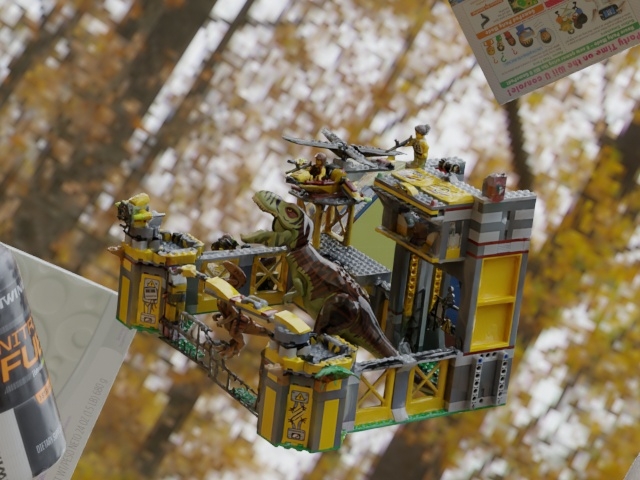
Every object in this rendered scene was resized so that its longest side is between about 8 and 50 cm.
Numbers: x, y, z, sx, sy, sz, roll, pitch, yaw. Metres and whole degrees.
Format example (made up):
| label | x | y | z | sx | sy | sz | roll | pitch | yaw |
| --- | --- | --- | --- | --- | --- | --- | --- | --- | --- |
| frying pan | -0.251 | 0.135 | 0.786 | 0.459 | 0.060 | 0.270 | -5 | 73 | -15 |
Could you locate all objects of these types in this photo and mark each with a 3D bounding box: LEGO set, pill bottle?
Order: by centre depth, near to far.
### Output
| label | x | y | z | sx | sy | sz | roll | pitch | yaw |
| --- | --- | --- | --- | --- | --- | --- | --- | --- | --- |
| LEGO set | 0.000 | 0.000 | 1.329 | 0.255 | 0.192 | 0.331 | -3 | 20 | -25 |
| pill bottle | -0.309 | 0.086 | 1.562 | 0.130 | 0.130 | 0.246 | 7 | -63 | 47 |

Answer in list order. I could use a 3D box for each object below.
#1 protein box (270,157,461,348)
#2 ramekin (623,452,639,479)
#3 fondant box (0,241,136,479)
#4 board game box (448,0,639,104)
| label | x | y | z | sx | sy | sz | roll | pitch | yaw |
| --- | --- | --- | --- | --- | --- | --- | --- | --- | --- |
| protein box | 0.082 | 0.019 | 2.096 | 0.200 | 0.136 | 0.201 | 47 | -11 | -18 |
| ramekin | 0.444 | 0.330 | 1.981 | 0.127 | 0.273 | 0.273 | 12 | -26 | 51 |
| fondant box | -0.395 | 0.115 | 2.031 | 0.330 | 0.238 | 0.096 | 24 | -3 | -16 |
| board game box | 0.251 | -0.342 | 2.128 | 0.224 | 0.097 | 0.303 | -22 | -83 | 32 |
